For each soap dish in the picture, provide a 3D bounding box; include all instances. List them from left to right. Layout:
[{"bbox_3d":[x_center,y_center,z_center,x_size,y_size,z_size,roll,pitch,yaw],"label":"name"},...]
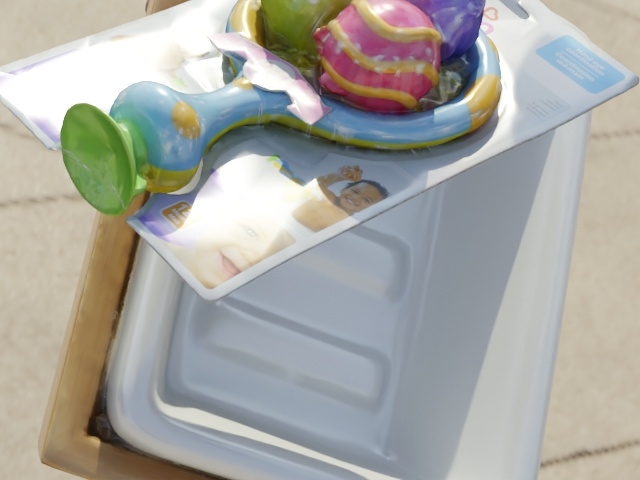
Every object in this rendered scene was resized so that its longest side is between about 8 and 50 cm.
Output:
[{"bbox_3d":[0.000,0.000,0.822,0.229,0.118,0.291,22,67,-25],"label":"soap dish"}]

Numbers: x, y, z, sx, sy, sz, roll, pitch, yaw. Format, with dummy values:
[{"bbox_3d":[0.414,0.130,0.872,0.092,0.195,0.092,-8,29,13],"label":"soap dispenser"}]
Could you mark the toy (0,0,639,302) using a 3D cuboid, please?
[{"bbox_3d":[0.006,-0.076,0.686,0.237,0.056,0.137,-29,58,-33],"label":"toy"}]
